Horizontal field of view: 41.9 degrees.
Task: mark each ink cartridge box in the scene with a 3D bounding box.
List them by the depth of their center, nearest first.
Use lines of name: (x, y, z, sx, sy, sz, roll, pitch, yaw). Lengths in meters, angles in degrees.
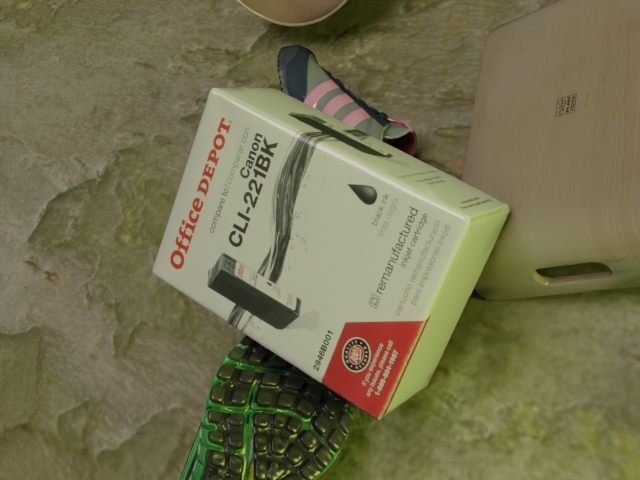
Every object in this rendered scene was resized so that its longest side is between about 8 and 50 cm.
ink cartridge box: (0.000, 0.000, 0.767, 0.273, 0.114, 0.197, 30, 110, 24)

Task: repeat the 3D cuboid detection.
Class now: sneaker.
sneaker: (-0.078, 0.222, 0.776, 0.344, 0.134, 0.146, -61, 2, -32)
sneaker: (0.037, -0.117, 0.946, 0.131, 0.112, 0.319, -20, 55, 5)

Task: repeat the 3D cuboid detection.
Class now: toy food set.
toy food set: (0.248, -0.103, 0.762, 0.219, 0.092, 0.306, -12, 59, 49)

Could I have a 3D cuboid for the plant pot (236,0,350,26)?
plant pot: (-0.003, -0.448, 1.092, 0.284, 0.284, 0.191, 6, 31, 38)
